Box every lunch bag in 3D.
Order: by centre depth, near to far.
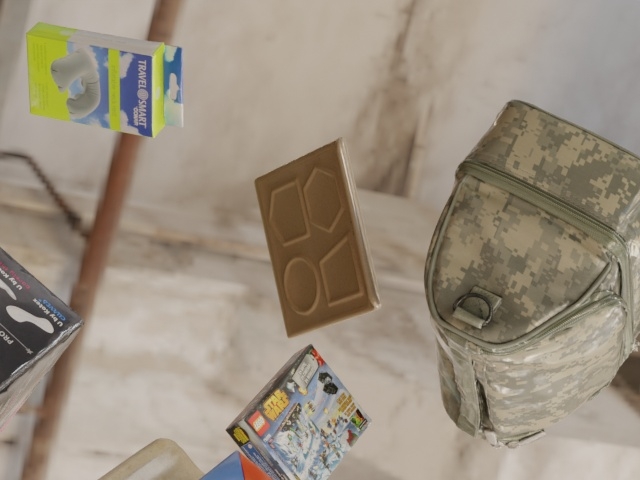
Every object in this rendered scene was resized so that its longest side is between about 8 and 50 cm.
[{"bbox_3d":[0.211,0.053,1.717,0.256,0.213,0.305,-52,159,-16],"label":"lunch bag"}]

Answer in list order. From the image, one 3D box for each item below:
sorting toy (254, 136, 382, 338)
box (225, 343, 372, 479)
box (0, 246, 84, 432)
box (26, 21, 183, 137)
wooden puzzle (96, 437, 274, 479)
[{"bbox_3d":[0.000,0.000,1.920,0.208,0.038,0.193,-24,-104,57],"label":"sorting toy"},{"bbox_3d":[-0.017,0.164,1.521,0.027,0.094,0.137,-33,-173,37],"label":"box"},{"bbox_3d":[-0.285,0.100,0.988,0.247,0.163,0.142,-50,178,29],"label":"box"},{"bbox_3d":[-0.247,-0.183,1.963,0.042,0.178,0.109,-58,156,-55],"label":"box"},{"bbox_3d":[-0.001,0.223,0.937,0.322,0.348,0.080,-29,142,-66],"label":"wooden puzzle"}]
